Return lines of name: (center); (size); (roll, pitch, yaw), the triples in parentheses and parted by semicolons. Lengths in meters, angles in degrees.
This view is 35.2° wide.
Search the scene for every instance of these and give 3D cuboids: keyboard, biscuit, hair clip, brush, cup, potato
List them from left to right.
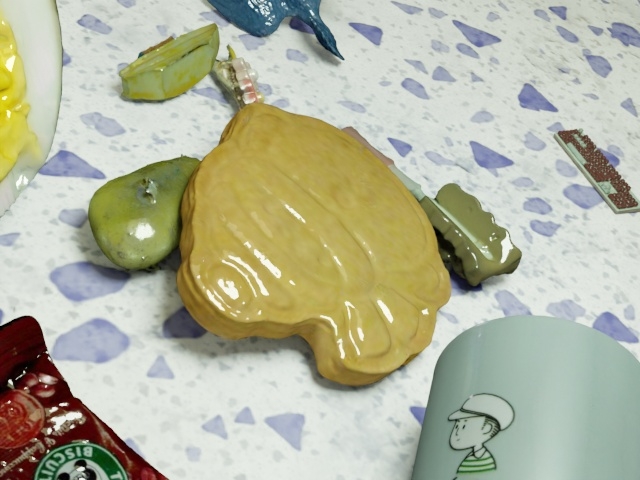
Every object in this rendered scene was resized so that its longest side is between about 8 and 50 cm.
biscuit: (-0.225, 0.178, 0.827); (0.235, 0.063, 0.151); (41, 45, 16)
potato: (-0.171, -0.037, 1.066); (0.105, 0.085, 0.188); (39, 38, 10)
hair clip: (-0.093, -0.182, 1.278); (0.056, 0.062, 0.214); (-25, 48, -5)
biscuit: (0.000, 0.000, 1.073); (0.312, 0.057, 0.351); (36, 41, -5)
brush: (0.120, -0.057, 1.236); (0.084, 0.071, 0.301); (-19, 50, -33)
cup: (0.171, 0.235, 0.836); (0.205, 0.205, 0.312); (22, 41, 0)
keyboard: (0.398, -0.102, 1.438); (0.055, 0.017, 0.166); (-5, 48, -29)

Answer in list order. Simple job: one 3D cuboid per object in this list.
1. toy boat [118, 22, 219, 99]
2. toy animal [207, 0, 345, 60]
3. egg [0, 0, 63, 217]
toy boat: (-0.183, -0.227, 1.272); (0.066, 0.065, 0.172); (27, 48, 31)
toy animal: (-0.038, -0.374, 1.431); (0.255, 0.239, 0.176); (54, -1, -25)
egg: (-0.459, -0.175, 0.911); (0.340, 0.354, 0.354); (1, 39, 15)
